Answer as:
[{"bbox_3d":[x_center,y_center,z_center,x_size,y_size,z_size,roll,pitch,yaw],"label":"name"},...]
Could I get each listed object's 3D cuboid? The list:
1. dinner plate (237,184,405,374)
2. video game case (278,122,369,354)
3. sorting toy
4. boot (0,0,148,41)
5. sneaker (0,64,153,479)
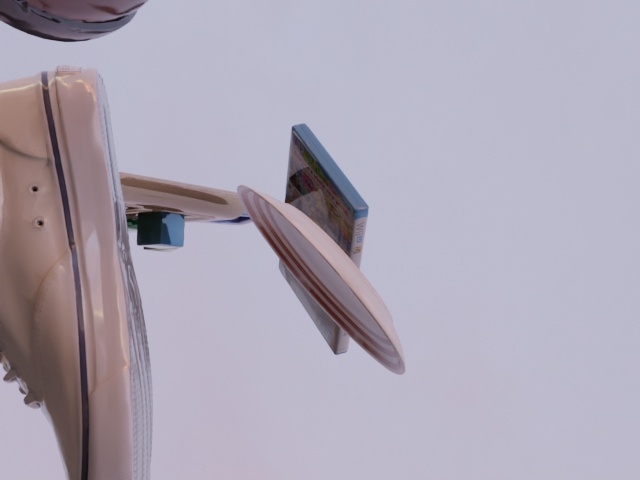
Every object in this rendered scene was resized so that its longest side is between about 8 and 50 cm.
[{"bbox_3d":[0.004,0.019,0.772,0.017,0.141,0.141,-43,-111,-10],"label":"dinner plate"},{"bbox_3d":[0.000,0.000,1.160,0.119,0.015,0.166,55,-29,40],"label":"video game case"},{"bbox_3d":[-0.194,-0.016,1.229,0.196,0.348,0.047,-9,-100,37],"label":"sorting toy"},{"bbox_3d":[-0.033,-0.201,0.455,0.280,0.264,0.096,-30,-121,10],"label":"boot"},{"bbox_3d":[-0.143,0.039,0.719,0.091,0.094,0.258,-9,-99,-1],"label":"sneaker"}]
